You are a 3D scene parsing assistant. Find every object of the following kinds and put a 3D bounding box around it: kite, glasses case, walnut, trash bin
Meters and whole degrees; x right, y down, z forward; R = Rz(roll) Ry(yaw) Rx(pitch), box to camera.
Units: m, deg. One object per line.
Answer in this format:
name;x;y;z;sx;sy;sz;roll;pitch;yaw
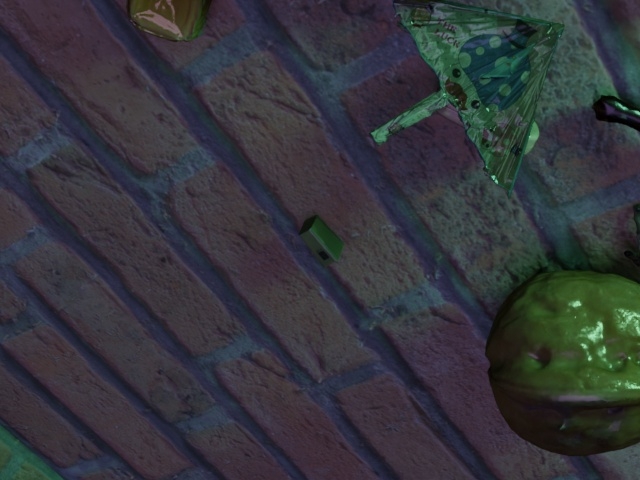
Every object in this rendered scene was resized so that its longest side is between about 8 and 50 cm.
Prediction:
kite;0.247;-0.261;1.450;0.368;0.014;0.406;-30;93;10
glasses case;0.290;-0.218;1.512;0.196;0.083;0.050;25;129;-6
walnut;0.505;0.228;1.658;0.383;0.383;0.383;8;129;10
trash bin;0.000;0.000;1.785;0.043;0.061;0.092;-28;113;32

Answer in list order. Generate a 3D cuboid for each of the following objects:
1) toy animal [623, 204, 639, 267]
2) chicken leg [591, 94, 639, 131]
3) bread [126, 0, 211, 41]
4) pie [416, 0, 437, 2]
toy animal;0.690;-0.004;1.570;0.255;0.090;0.170;2;132;17
chicken leg;0.660;-0.182;1.433;0.407;0.096;0.158;4;124;16
bread;-0.241;-0.462;1.452;0.136;0.107;0.241;19;131;-3
pie;0.174;-0.454;1.262;0.323;0.070;0.323;-11;161;-4
